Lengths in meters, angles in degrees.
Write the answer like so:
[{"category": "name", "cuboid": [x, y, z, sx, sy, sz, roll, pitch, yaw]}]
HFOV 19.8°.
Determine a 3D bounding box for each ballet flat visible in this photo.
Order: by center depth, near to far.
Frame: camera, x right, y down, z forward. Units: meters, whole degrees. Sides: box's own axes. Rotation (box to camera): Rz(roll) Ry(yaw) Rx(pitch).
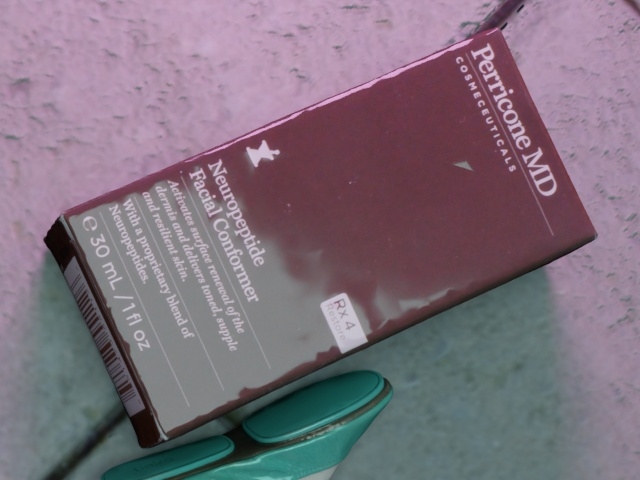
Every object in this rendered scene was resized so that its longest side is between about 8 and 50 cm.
[{"category": "ballet flat", "cuboid": [-0.052, 0.181, 1.437, 0.247, 0.083, 0.087, -21, 111, -14]}]

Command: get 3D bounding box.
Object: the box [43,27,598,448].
[{"category": "box", "cuboid": [0.000, 0.000, 1.437, 0.381, 0.143, 0.191, -25, 87, -16]}]
